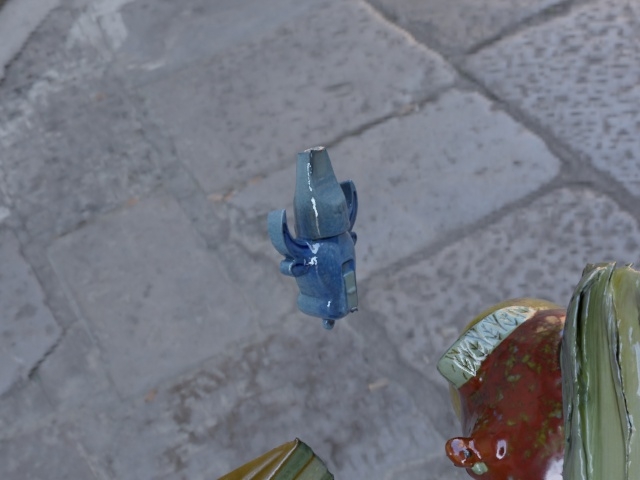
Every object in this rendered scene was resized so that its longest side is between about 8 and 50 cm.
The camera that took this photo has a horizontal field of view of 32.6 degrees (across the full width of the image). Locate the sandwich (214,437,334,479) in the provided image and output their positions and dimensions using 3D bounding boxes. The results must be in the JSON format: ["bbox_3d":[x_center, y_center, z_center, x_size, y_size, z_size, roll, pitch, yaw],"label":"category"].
[{"bbox_3d":[-0.060,0.263,0.942,0.163,0.079,0.113,-29,35,8],"label":"sandwich"}]

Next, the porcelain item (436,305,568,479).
[{"bbox_3d":[0.219,0.188,1.105,0.252,0.253,0.253,-7,43,7],"label":"porcelain item"}]

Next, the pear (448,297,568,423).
[{"bbox_3d":[0.255,0.169,1.355,0.208,0.209,0.209,-7,43,7],"label":"pear"}]

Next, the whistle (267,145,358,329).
[{"bbox_3d":[0.000,0.000,1.533,0.093,0.269,0.180,4,18,37],"label":"whistle"}]

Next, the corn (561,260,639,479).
[{"bbox_3d":[0.200,0.160,0.667,0.123,0.122,0.305,8,70,-3],"label":"corn"}]
